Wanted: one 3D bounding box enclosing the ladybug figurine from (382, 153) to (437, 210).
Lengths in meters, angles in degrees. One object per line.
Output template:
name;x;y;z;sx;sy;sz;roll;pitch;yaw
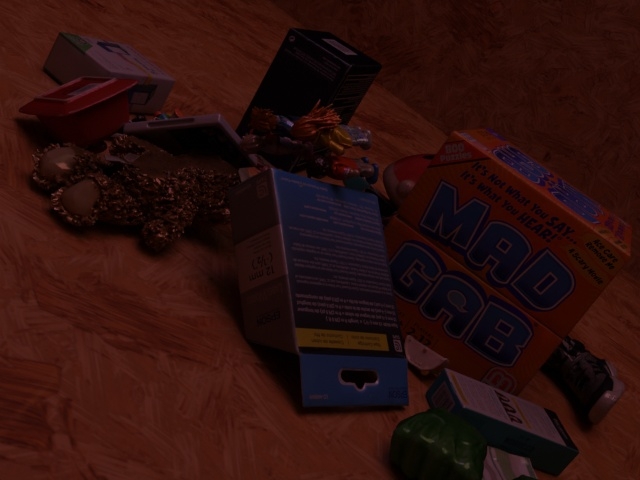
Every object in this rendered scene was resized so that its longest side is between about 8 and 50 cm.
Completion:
ladybug figurine;0.314;-0.095;2.005;0.305;0.162;0.449;53;17;23

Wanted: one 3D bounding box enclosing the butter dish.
butter dish;-0.391;-0.202;1.355;0.160;0.118;0.160;12;36;41

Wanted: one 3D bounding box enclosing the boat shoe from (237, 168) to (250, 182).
boat shoe;-0.166;-0.126;1.627;0.049;0.042;0.133;50;8;-35

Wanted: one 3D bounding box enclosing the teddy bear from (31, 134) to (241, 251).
teddy bear;-0.284;-0.076;1.269;0.245;0.113;0.338;32;26;21

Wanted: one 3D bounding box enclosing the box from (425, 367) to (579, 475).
box;0.294;0.294;1.305;0.244;0.060;0.100;24;22;-22

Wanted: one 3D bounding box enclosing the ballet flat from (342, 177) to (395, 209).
ballet flat;0.120;-0.114;2.019;0.168;0.057;0.052;43;10;0

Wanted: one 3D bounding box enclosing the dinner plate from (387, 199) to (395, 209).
dinner plate;0.202;-0.037;1.960;0.141;0.017;0.141;37;31;-26

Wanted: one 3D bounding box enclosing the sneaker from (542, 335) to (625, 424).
sneaker;0.525;0.277;1.647;0.153;0.101;0.268;36;14;10

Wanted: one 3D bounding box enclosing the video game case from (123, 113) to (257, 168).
video game case;-0.221;-0.165;1.405;0.173;0.022;0.190;-3;-18;14

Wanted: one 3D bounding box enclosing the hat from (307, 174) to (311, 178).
hat;0.000;0.000;1.367;0.208;0.183;0.173;35;19;7

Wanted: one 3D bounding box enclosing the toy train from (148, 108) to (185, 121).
toy train;-0.263;-0.206;1.615;0.166;0.046;0.125;41;11;-17

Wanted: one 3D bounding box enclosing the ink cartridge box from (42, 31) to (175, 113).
ink cartridge box;-0.428;-0.339;1.652;0.154;0.093;0.212;39;19;18

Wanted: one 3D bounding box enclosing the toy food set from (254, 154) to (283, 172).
toy food set;-0.118;-0.164;1.812;0.122;0.019;0.078;44;23;28

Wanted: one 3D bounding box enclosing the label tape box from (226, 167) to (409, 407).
label tape box;0.001;0.086;1.223;0.249;0.115;0.348;11;65;-46

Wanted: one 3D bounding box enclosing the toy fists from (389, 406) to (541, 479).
toy fists;0.212;0.330;1.056;0.279;0.096;0.142;38;10;18

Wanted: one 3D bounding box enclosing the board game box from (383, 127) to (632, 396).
board game box;0.330;0.034;1.531;0.356;0.356;0.356;37;19;12

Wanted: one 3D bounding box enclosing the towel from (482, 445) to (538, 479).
towel;0.269;0.346;1.204;0.152;0.023;0.113;25;21;-21

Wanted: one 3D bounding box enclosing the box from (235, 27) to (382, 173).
box;-0.027;-0.344;1.966;0.182;0.294;0.296;34;19;9

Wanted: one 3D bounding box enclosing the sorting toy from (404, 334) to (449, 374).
sorting toy;0.185;0.207;1.380;0.083;0.045;0.075;31;-1;37

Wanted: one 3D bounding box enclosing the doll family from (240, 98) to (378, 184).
doll family;-0.027;-0.175;1.310;0.163;0.118;0.263;0;16;-45

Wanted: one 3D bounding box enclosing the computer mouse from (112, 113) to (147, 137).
computer mouse;-0.383;-0.216;1.511;0.106;0.042;0.193;49;20;28

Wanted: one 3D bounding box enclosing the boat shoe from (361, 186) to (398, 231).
boat shoe;0.159;-0.041;1.853;0.207;0.073;0.073;40;40;21
